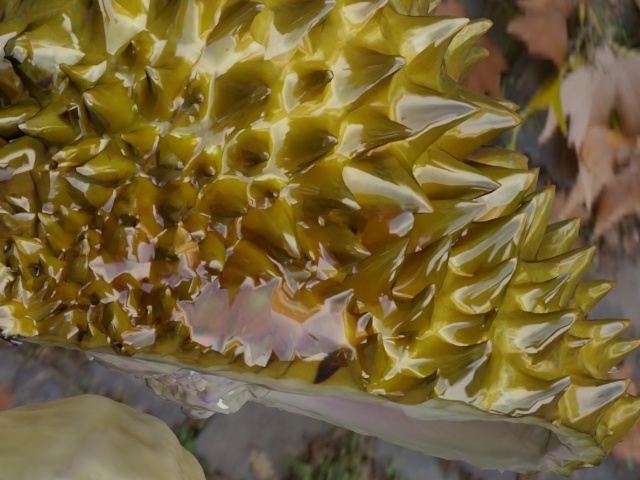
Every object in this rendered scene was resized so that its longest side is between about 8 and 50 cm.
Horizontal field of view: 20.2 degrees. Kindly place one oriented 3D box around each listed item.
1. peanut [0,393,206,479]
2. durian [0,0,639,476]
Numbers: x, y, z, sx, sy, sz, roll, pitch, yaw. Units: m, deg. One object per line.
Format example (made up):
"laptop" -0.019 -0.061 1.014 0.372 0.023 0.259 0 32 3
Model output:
"peanut" -0.168 0.189 0.769 0.174 0.340 0.158 16 124 21
"durian" -0.005 -0.011 0.480 0.183 0.250 0.138 1 74 6
